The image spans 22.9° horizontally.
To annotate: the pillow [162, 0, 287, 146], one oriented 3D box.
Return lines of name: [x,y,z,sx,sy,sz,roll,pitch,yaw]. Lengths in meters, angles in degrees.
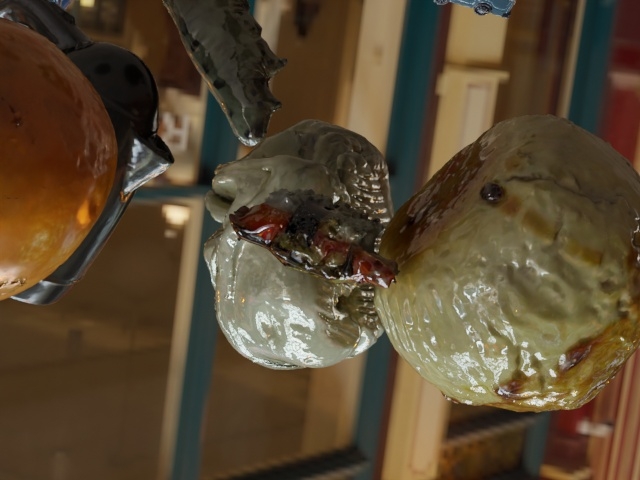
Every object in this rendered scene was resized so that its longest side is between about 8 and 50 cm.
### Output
pillow: [-0.102,-0.221,1.762,0.093,0.241,0.051,-32,160,6]

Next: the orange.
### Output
orange: [-0.296,-0.067,1.299,0.246,0.246,0.246,7,-170,-1]

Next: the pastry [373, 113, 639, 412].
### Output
pastry: [0.259,0.043,1.960,0.312,0.388,0.388,44,178,-19]

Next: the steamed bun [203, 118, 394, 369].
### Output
steamed bun: [-0.047,0.006,2.221,0.247,0.352,0.339,0,-175,24]

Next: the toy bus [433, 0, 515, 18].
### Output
toy bus: [0.195,-0.334,1.993,0.123,0.060,0.075,13,145,-13]

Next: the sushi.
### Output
sushi: [0.002,-0.003,1.888,0.226,0.103,0.097,25,177,25]

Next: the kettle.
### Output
kettle: [-0.283,-0.106,1.695,0.207,0.271,0.250,27,-157,-40]

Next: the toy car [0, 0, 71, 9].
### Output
toy car: [-0.359,-0.408,1.963,0.166,0.314,0.198,4,-139,24]
